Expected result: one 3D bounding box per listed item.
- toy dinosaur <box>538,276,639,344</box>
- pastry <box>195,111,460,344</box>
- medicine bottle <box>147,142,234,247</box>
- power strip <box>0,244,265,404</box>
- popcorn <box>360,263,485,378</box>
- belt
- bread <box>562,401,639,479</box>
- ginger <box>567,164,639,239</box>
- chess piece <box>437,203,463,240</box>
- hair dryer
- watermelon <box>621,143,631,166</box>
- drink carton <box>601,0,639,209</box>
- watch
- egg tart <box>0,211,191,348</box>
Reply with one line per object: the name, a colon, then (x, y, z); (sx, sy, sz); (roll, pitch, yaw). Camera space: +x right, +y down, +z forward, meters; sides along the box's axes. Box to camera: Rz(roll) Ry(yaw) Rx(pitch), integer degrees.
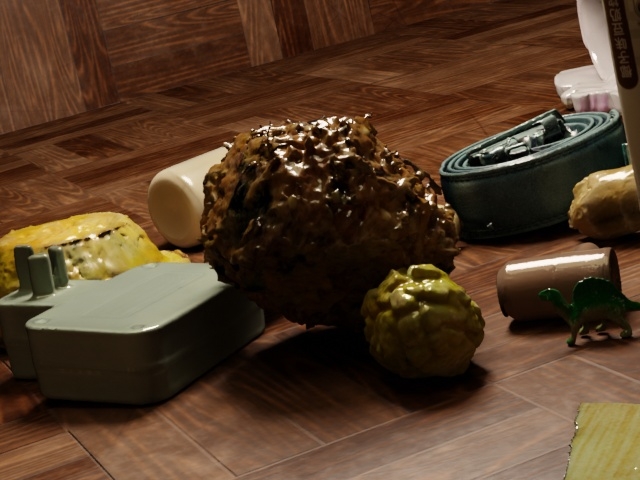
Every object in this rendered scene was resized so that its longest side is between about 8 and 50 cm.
toy dinosaur: (0.263, 0.060, 1.438); (0.119, 0.060, 0.029); (-11, 19, 15)
pastry: (0.000, 0.000, 1.546); (0.275, 0.275, 0.193); (-4, 35, 29)
medicine bottle: (-0.117, -0.078, 2.176); (0.114, 0.114, 0.252); (2, 21, 44)
power strip: (-0.222, 0.071, 1.657); (0.261, 0.141, 0.229); (0, 17, 31)
popcorn: (0.097, 0.073, 1.437); (0.106, 0.121, 0.116); (3, 48, -17)
belt: (0.267, -0.089, 1.895); (0.267, 0.116, 0.206); (-26, 15, -37)
bread: (0.238, 0.159, 1.135); (0.112, 0.036, 0.193); (-4, 13, 13)
ginger: (0.358, -0.045, 1.718); (0.190, 0.095, 0.069); (-11, 50, 23)
chess piece: (0.116, 0.010, 1.770); (0.060, 0.060, 0.172); (-7, 18, 20)
hair dryer: (0.253, 0.034, 1.573); (0.117, 0.064, 0.181); (-8, 7, 22)
watermelon: (0.477, -0.085, 1.804); (0.241, 0.094, 0.154); (-7, 5, 16)
drink carton: (0.405, -0.136, 1.539); (0.194, 0.324, 0.132); (-1, 19, 39)
watch: (0.447, -0.314, 2.386); (0.196, 0.231, 0.244); (-16, 18, -4)
egg tart: (-0.295, 0.039, 1.894); (0.288, 0.118, 0.288); (-9, 11, 2)
